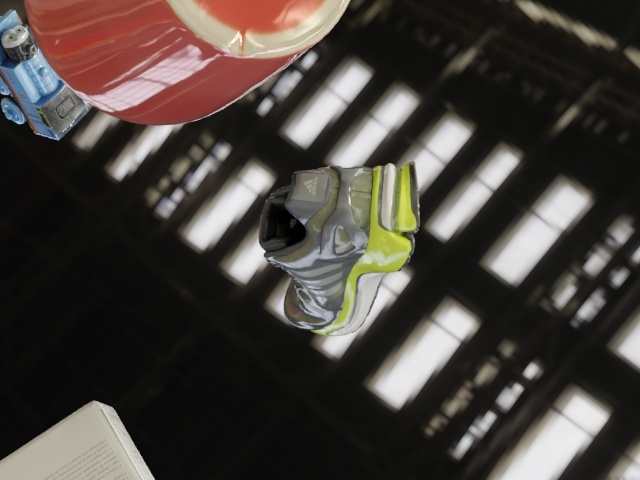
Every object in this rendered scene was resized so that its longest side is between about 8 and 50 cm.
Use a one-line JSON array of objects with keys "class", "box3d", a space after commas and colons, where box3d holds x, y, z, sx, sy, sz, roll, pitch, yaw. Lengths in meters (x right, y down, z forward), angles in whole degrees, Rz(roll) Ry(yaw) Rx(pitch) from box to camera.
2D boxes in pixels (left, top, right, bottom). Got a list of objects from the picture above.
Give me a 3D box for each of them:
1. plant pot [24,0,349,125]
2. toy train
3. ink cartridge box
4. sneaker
[{"class": "plant pot", "box3d": [-0.103, -0.246, 1.717, 0.275, 0.275, 0.243, -64, -158, -12]}, {"class": "toy train", "box3d": [-0.383, -0.217, 2.532, 0.105, 0.184, 0.080, 16, -126, 40]}, {"class": "ink cartridge box", "box3d": [-0.274, 0.346, 1.918, 0.296, 0.066, 0.261, -33, -109, 4]}, {"class": "sneaker", "box3d": [0.000, 0.000, 1.754, 0.300, 0.121, 0.111, 119, -21, -63]}]
